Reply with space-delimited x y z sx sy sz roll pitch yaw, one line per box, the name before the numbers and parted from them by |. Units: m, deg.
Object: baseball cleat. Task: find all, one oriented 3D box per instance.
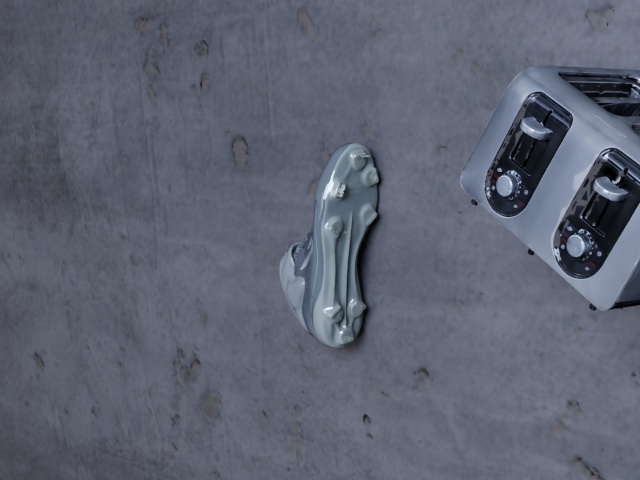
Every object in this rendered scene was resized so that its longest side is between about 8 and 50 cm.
baseball cleat | 0.000 0.000 1.220 0.109 0.072 0.205 24 112 48

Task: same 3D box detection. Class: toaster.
toaster | 0.225 -0.038 0.907 0.168 0.186 0.110 47 128 38
